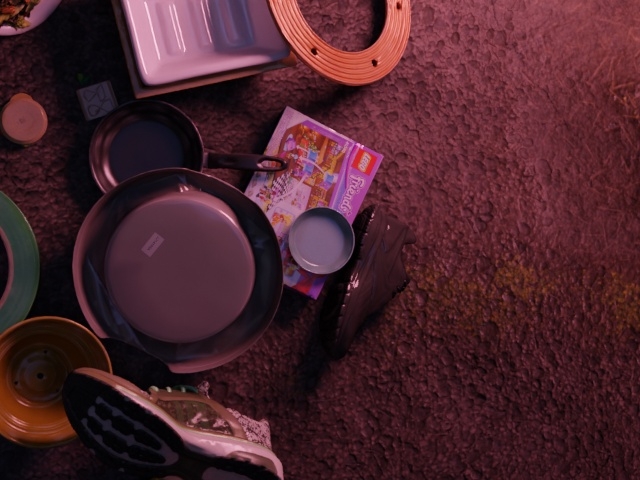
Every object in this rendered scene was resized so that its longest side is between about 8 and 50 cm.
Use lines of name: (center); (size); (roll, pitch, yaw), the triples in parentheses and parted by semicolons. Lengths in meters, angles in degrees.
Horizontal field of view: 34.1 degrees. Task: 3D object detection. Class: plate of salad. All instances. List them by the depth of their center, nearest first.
plate of salad: (-0.496, -0.426, 1.726); (0.200, 0.200, 0.048); (-45, 60, -11)

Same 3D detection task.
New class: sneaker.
sneaker: (-0.244, 0.305, 1.763); (0.410, 0.182, 0.158); (32, 119, -21)
sneaker: (0.091, 0.085, 1.880); (0.130, 0.109, 0.286); (23, 85, -17)

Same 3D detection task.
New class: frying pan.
frying pan: (-0.241, -0.167, 1.822); (0.326, 0.053, 0.197); (-19, 91, -8)

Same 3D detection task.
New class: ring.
ring: (0.029, -0.437, 1.859); (0.337, 0.032, 0.336); (9, 76, -38)

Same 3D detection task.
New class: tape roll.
tape roll: (-0.627, 0.045, 1.724); (0.321, 0.077, 0.321); (1, 87, -13)

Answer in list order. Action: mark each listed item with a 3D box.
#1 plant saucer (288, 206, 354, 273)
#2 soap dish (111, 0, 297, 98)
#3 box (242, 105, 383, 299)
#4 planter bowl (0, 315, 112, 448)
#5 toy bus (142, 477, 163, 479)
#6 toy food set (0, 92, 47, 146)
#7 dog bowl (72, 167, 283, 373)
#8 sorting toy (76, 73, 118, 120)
plant saucer: (0.000, 0.000, 1.840); (0.119, 0.021, 0.119); (0, 88, -14)
soap dish: (-0.208, -0.382, 1.818); (0.291, 0.118, 0.228); (-14, 91, -13)
box: (-0.039, -0.066, 1.875); (0.201, 0.057, 0.293); (27, 82, -9)
planter bowl: (-0.463, 0.231, 1.742); (0.217, 0.090, 0.217); (-1, 92, -21)
toy bus: (-0.304, 0.515, 1.713); (0.220, 0.211, 0.149); (-38, 98, -10)
toy food set: (-0.511, -0.204, 1.790); (0.083, 0.020, 0.082); (42, 80, -9)
dog bowl: (-0.235, 0.044, 1.764); (0.349, 0.102, 0.348); (0, 99, -2)
sorting toy: (-0.393, -0.257, 1.824); (0.062, 0.012, 0.083); (-19, 96, -8)
